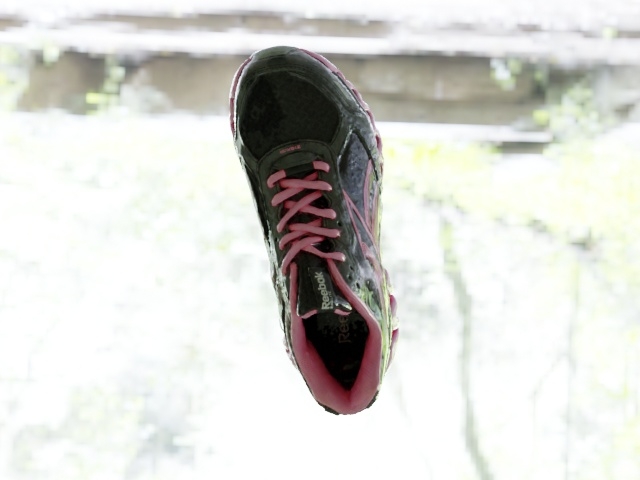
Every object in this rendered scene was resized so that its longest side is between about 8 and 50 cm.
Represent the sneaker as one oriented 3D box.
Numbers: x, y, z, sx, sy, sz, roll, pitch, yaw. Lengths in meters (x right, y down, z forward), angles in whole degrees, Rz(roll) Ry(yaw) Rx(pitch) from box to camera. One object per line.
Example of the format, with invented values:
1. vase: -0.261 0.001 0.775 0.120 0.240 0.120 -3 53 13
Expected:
1. sneaker: 0.000 0.000 0.549 0.047 0.119 0.057 -12 -162 7
